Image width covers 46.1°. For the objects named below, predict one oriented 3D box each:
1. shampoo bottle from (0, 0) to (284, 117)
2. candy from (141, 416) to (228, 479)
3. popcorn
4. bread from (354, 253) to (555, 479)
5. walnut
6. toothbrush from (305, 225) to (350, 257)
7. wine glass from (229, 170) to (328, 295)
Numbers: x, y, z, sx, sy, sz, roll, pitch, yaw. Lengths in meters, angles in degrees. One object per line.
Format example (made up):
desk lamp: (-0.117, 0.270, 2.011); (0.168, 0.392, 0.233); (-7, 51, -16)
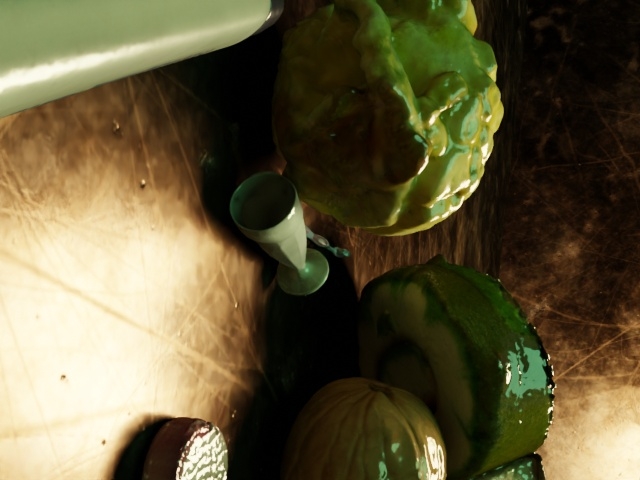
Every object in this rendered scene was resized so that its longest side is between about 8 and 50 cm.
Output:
shampoo bottle: (-0.142, -0.135, 0.447); (0.359, 0.134, 0.078); (-49, 137, -61)
candy: (-0.122, 0.212, 0.682); (0.103, 0.043, 0.103); (4, 90, -68)
popcorn: (0.061, -0.144, 0.818); (0.237, 0.293, 0.293); (-41, 135, -32)
bread: (0.177, 0.219, 1.059); (0.382, 0.129, 0.366); (66, -26, 18)
walnut: (0.054, 0.287, 0.939); (0.228, 0.228, 0.228); (4, 90, -69)
toothbrush: (0.000, 0.000, 0.995); (0.193, 0.019, 0.013); (31, 65, -64)
wine glass: (-0.042, -0.001, 0.821); (0.155, 0.073, 0.073); (68, 33, -55)
